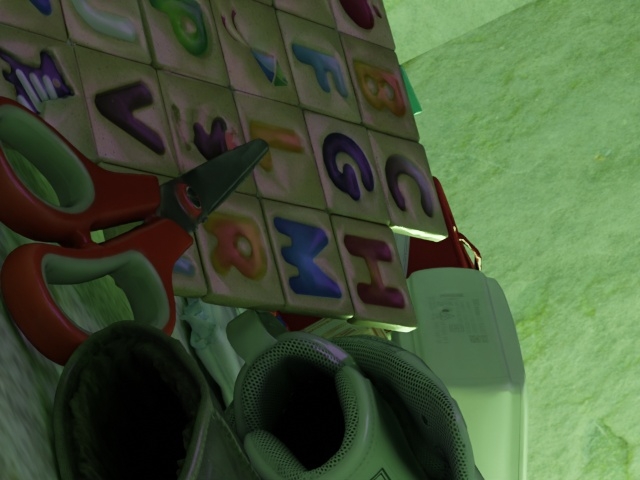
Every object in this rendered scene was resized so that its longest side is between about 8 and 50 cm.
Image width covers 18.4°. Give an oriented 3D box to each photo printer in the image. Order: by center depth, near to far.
[{"bbox_3d":[0.116,0.210,1.698,0.256,0.107,0.307,-93,-177,-69],"label":"photo printer"}]

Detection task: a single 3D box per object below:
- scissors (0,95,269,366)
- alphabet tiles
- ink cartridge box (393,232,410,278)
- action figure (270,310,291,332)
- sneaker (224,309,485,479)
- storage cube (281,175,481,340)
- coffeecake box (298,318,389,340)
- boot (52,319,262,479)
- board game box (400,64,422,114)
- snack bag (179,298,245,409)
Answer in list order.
[{"bbox_3d":[-0.060,-0.002,0.804,0.109,0.021,0.297,62,17,10],"label":"scissors"},{"bbox_3d":[-0.052,-0.098,0.962,0.342,0.011,0.285,11,59,-54],"label":"alphabet tiles"},{"bbox_3d":[0.000,0.000,1.779,0.150,0.109,0.063,8,86,-62],"label":"ink cartridge box"},{"bbox_3d":[-0.046,0.059,1.813,0.038,0.030,0.115,72,-4,-69],"label":"action figure"},{"bbox_3d":[0.052,0.194,0.947,0.366,0.137,0.210,59,-1,31],"label":"sneaker"},{"bbox_3d":[0.068,0.089,1.914,0.193,0.215,0.184,-104,171,-50],"label":"storage cube"},{"bbox_3d":[0.036,0.124,1.336,0.142,0.068,0.185,62,2,-4],"label":"coffeecake box"},{"bbox_3d":[-0.008,0.146,0.654,0.189,0.076,0.208,50,-16,50],"label":"boot"},{"bbox_3d":[-0.019,-0.094,1.739,0.160,0.210,0.047,-100,164,-83],"label":"board game box"},{"bbox_3d":[-0.014,0.142,1.336,0.323,0.037,0.342,-110,175,-71],"label":"snack bag"}]
